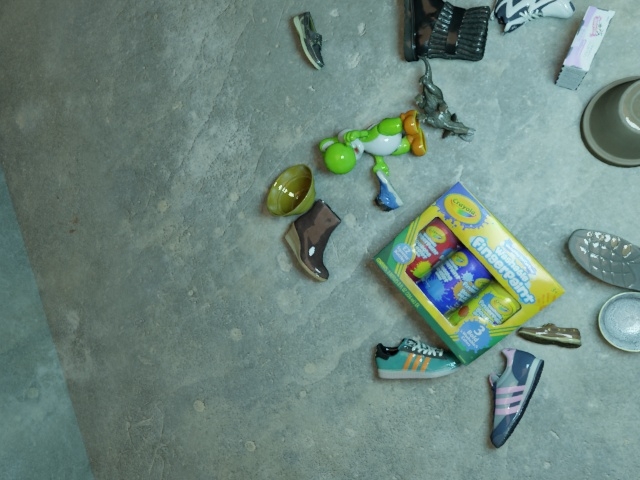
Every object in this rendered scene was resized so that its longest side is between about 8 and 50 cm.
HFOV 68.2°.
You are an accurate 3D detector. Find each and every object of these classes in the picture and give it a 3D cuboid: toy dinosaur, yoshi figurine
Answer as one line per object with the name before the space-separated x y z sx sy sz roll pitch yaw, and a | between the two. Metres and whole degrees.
toy dinosaur | 0.366 -0.442 1.531 0.121 0.160 0.313 -34 75 23
yoshi figurine | 0.159 -0.305 1.584 0.363 0.203 0.203 -8 95 23

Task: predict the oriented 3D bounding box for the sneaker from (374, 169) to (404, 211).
sneaker | 0.212 -0.162 1.612 0.085 0.058 0.152 -30 117 21

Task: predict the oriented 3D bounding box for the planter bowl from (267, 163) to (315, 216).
planter bowl | -0.084 -0.161 1.708 0.217 0.090 0.217 -24 49 31

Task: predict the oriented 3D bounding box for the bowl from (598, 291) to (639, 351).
bowl | 0.899 0.230 1.376 0.170 0.080 0.170 1 92 20

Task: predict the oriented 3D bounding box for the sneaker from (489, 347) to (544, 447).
sneaker | 0.587 0.492 1.498 0.131 0.112 0.318 26 97 35

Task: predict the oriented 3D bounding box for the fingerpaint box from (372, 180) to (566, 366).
fingerpaint box | 0.454 0.100 1.494 0.371 0.163 0.444 -43 77 16

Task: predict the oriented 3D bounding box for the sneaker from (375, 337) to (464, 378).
sneaker | 0.324 0.386 1.577 0.302 0.108 0.120 -11 92 22

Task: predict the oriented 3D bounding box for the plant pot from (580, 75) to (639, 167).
plant pot | 0.879 -0.341 1.295 0.263 0.229 0.262 1 92 19

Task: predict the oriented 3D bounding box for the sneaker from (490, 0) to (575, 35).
sneaker | 0.634 -0.687 1.450 0.235 0.094 0.153 33 103 17

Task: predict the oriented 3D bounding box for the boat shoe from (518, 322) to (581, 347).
boat shoe | 0.709 0.288 1.464 0.178 0.064 0.060 6 63 19

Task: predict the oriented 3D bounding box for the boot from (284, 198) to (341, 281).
boot | 0.000 0.000 1.698 0.207 0.090 0.248 -43 73 18

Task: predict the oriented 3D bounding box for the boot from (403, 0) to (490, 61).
boot | 0.409 -0.744 1.508 0.260 0.131 0.347 5 104 27

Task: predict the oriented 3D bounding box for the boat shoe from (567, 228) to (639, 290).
boat shoe | 0.879 0.074 1.357 0.356 0.130 0.132 29 104 12

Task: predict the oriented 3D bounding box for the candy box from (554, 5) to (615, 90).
candy box | 0.751 -0.543 1.354 0.070 0.196 0.164 25 99 18

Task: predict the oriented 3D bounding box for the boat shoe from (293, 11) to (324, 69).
boat shoe | -0.030 -0.725 1.702 0.073 0.080 0.223 -27 77 24
